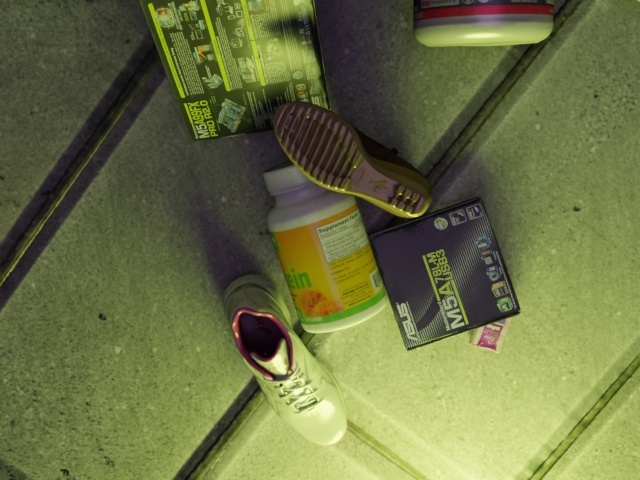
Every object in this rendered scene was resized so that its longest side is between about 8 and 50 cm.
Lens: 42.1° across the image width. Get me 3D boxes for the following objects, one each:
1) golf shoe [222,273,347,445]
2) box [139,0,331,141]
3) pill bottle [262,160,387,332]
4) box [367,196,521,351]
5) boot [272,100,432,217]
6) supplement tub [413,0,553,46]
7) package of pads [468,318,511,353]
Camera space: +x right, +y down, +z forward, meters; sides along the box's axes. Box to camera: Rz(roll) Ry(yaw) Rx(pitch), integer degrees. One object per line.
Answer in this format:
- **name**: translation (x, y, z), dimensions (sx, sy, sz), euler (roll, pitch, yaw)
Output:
- **golf shoe**: translation (-0.057, 0.201, 1.267), dimensions (0.115, 0.140, 0.306), euler (-32, 100, 5)
- **box**: translation (-0.105, -0.258, 1.134), dimensions (0.216, 0.060, 0.270), euler (-8, 144, 3)
- **pill bottle**: translation (0.000, 0.000, 1.227), dimensions (0.136, 0.136, 0.245), euler (-18, 100, 4)
- **box**: translation (0.186, 0.051, 1.265), dimensions (0.184, 0.045, 0.190), euler (-18, 88, 2)
- **boot**: translation (0.043, -0.116, 1.168), dimensions (0.248, 0.207, 0.090), euler (33, 101, -8)
- **supplement tub**: translation (0.219, -0.403, 1.119), dimensions (0.191, 0.191, 0.272), euler (-1, 101, 1)
- **package of pads**: translation (0.269, 0.131, 1.302), dimensions (0.050, 0.032, 0.083), euler (17, 100, 1)
